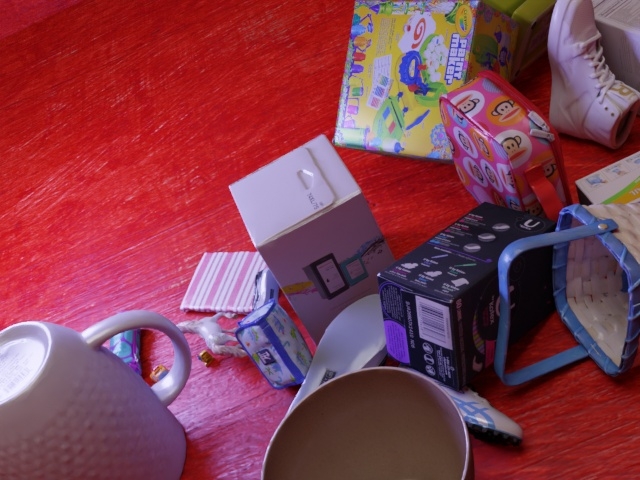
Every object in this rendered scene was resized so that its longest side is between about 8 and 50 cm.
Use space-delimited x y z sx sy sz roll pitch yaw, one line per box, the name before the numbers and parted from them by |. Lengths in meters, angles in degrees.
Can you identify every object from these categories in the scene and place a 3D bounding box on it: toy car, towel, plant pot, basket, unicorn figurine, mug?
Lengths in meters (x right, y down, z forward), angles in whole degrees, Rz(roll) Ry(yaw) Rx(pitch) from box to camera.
toy car | -0.264 0.228 1.593 0.122 0.041 0.060 -34 41 -6
towel | -0.176 0.086 1.704 0.197 0.029 0.144 -1 50 29
plant pot | 0.085 0.342 1.164 0.284 0.191 0.284 -15 43 14
basket | 0.385 0.079 1.234 0.288 0.255 0.201 -17 39 -16
plant pot | 0.375 -0.470 1.791 0.207 0.227 0.228 35 57 20
unicorn figurine | -0.198 0.170 1.580 0.111 0.060 0.162 -4 11 -28
mug | -0.376 0.265 1.395 0.374 0.328 0.276 -38 42 -12

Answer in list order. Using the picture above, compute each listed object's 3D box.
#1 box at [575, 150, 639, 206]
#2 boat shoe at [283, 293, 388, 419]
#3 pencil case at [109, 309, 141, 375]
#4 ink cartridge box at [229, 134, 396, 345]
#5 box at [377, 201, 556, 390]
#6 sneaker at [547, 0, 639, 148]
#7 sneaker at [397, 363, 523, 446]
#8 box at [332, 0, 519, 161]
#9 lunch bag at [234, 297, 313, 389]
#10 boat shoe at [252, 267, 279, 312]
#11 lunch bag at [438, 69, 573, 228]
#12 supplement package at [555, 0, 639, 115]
box | 0.538 -0.073 1.402 0.203 0.114 0.103 -25 41 2
boat shoe | 0.046 0.231 1.370 0.113 0.105 0.306 10 60 31
pencil case | -0.374 0.206 1.658 0.070 0.064 0.152 -34 38 18
ink cartridge box | 0.000 0.000 1.505 0.197 0.270 0.198 -28 40 0
box | 0.234 0.077 1.319 0.143 0.165 0.270 20 40 42
sneaker | 0.501 -0.302 1.533 0.108 0.293 0.169 -35 43 -24
sneaker | 0.206 0.234 1.287 0.237 0.085 0.086 24 77 43
box | 0.203 -0.303 1.671 0.279 0.177 0.290 13 96 38
lunch bag | -0.073 0.174 1.431 0.096 0.129 0.151 -36 6 -9
boat shoe | -0.106 0.119 1.601 0.040 0.049 0.142 -15 58 41
lunch bag | 0.323 -0.116 1.430 0.120 0.293 0.258 -32 44 -2
supplement package | 0.616 -0.379 1.608 0.198 0.199 0.262 -36 41 -9
